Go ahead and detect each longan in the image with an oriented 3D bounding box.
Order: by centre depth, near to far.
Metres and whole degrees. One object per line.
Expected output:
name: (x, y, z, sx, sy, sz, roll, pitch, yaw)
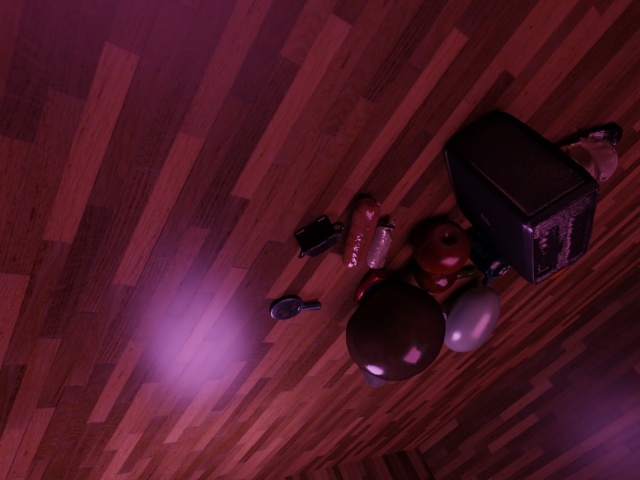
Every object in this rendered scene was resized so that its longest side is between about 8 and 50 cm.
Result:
longan: (0.286, 0.350, 1.639, 0.336, 0.404, 0.404, 28, 115, -32)

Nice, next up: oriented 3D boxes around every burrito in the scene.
burrito: (0.210, 0.013, 1.484, 0.087, 0.060, 0.225, -14, 139, -25)

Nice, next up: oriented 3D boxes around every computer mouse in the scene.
computer mouse: (1.050, -0.372, 1.576, 0.193, 0.062, 0.105, -15, 138, -18)

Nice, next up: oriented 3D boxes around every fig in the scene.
fig: (0.441, 0.139, 1.690, 0.175, 0.175, 0.207, -5, 154, -26)

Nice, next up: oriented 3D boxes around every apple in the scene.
apple: (0.435, 0.029, 1.539, 0.201, 0.201, 0.162, -18, 152, -13)

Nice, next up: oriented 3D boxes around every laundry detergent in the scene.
laundry detergent: (0.188, 0.186, 1.665, 0.098, 0.049, 0.165, 5, 132, -44)

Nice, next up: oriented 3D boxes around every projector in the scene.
projector: (0.610, -0.127, 1.305, 0.242, 0.405, 0.395, -32, 140, 4)

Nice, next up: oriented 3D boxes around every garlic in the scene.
garlic: (0.890, -0.237, 1.518, 0.281, 0.203, 0.184, -15, 156, -11)

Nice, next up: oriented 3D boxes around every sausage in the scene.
sausage: (0.130, -0.018, 1.385, 0.086, 0.086, 0.288, -11, 136, -21)

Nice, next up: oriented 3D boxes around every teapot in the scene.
teapot: (0.000, 0.000, 1.330, 0.177, 0.087, 0.096, -32, 145, 3)

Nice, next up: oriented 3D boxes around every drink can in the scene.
drink can: (0.638, 0.047, 1.661, 0.118, 0.204, 0.118, -17, 136, -17)

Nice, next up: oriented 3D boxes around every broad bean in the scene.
broad bean: (0.613, 0.152, 1.878, 0.255, 0.046, 0.065, -12, 144, -18)

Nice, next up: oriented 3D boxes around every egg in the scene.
egg: (0.715, 0.374, 2.028, 0.230, 0.230, 0.370, 4, 124, -34)

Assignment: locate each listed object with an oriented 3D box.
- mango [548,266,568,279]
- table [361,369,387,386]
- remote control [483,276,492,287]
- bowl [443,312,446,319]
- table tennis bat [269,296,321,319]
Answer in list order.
mango: (1.024, 0.018, 1.875, 0.199, 0.201, 0.349, -23, 134, -35)
table: (0.264, 0.629, 2.108, 0.127, 0.126, 0.220, -27, 140, -4)
remote control: (0.810, 0.167, 2.026, 0.044, 0.027, 0.152, -9, 135, -15)
bowl: (0.489, 0.370, 2.002, 0.189, 0.086, 0.188, -15, 137, -14)
table tennis bat: (-0.090, 0.248, 1.577, 0.201, 0.033, 0.124, -1, 134, -23)
